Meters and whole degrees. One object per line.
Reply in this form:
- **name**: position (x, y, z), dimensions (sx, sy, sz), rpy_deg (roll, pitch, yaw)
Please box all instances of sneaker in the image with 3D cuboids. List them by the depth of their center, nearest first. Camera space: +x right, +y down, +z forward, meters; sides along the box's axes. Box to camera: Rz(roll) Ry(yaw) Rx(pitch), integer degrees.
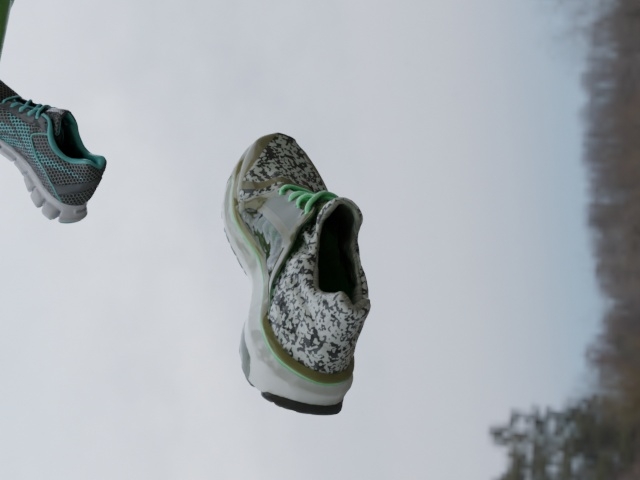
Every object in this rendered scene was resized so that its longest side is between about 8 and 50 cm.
- **sneaker**: position (-0.245, -0.097, 1.400), dimensions (0.076, 0.166, 0.065), rpy_deg (-46, -7, 33)
- **sneaker**: position (0.000, 0.000, 1.843), dimensions (0.182, 0.158, 0.410), rpy_deg (-53, 33, 34)

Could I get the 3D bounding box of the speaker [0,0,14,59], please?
- **speaker**: position (-0.375, -0.169, 1.571), dimensions (0.131, 0.131, 0.296), rpy_deg (71, -161, -58)
